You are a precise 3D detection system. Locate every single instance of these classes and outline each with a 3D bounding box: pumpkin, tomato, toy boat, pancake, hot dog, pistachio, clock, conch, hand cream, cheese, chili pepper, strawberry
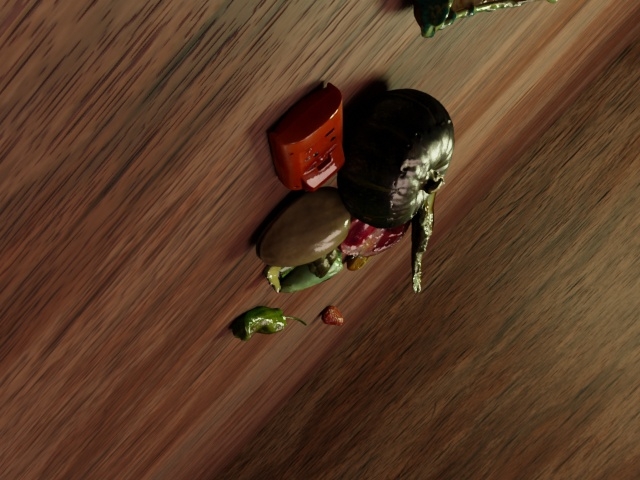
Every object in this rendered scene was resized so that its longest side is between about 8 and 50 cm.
[{"bbox_3d":[0.129,-0.131,0.982,0.238,0.159,0.238,-57,163,-29],"label":"pumpkin"},{"bbox_3d":[0.102,-0.049,1.307,0.189,0.099,0.173,8,127,-49],"label":"tomato"},{"bbox_3d":[0.229,-0.354,0.847,0.293,0.099,0.108,-25,158,-37],"label":"toy boat"},{"bbox_3d":[0.243,-0.082,1.383,0.426,0.067,0.304,83,12,-55],"label":"pancake"},{"bbox_3d":[0.131,0.013,1.705,0.066,0.047,0.215,2,143,-20],"label":"hot dog"},{"bbox_3d":[-0.027,-0.019,1.039,0.185,0.108,0.126,-39,138,0],"label":"pistachio"},{"bbox_3d":[-0.010,-0.136,0.843,0.113,0.061,0.155,-42,164,-11],"label":"clock"},{"bbox_3d":[-0.023,0.073,1.390,0.170,0.079,0.106,-29,159,-2],"label":"conch"},{"bbox_3d":[-0.053,0.043,1.301,0.122,0.023,0.036,-39,145,-21],"label":"hand cream"},{"bbox_3d":[-0.089,0.069,1.236,0.060,0.041,0.084,-34,148,-63],"label":"cheese"},{"bbox_3d":[-0.129,0.192,1.409,0.072,0.073,0.204,-33,163,31],"label":"chili pepper"},{"bbox_3d":[0.043,0.270,2.118,0.073,0.083,0.073,-42,157,-22],"label":"strawberry"}]

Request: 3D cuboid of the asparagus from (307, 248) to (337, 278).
[{"bbox_3d":[0.000,0.000,1.222,0.080,0.080,0.287,-40,156,-23],"label":"asparagus"}]
